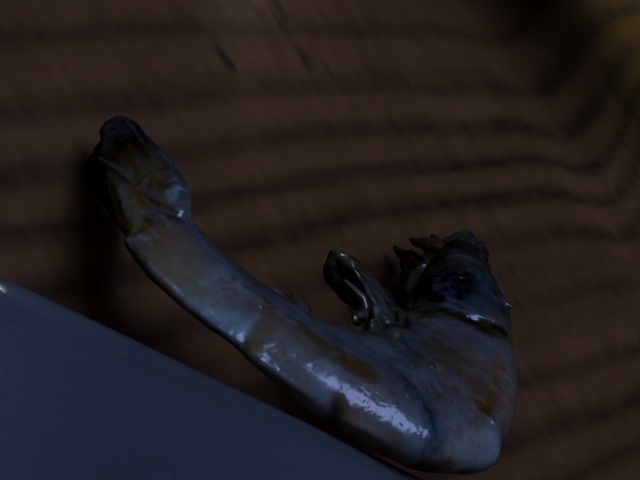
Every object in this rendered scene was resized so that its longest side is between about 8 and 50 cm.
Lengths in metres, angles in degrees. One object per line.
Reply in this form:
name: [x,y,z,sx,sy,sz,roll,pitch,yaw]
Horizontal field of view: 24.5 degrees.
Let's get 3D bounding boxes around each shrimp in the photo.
shrimp: [-0.002,0.003,0.463,0.148,0.035,0.195,29,18,-1]

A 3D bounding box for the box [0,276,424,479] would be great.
box: [-0.002,0.101,0.364,0.244,0.055,0.103,31,40,-32]
